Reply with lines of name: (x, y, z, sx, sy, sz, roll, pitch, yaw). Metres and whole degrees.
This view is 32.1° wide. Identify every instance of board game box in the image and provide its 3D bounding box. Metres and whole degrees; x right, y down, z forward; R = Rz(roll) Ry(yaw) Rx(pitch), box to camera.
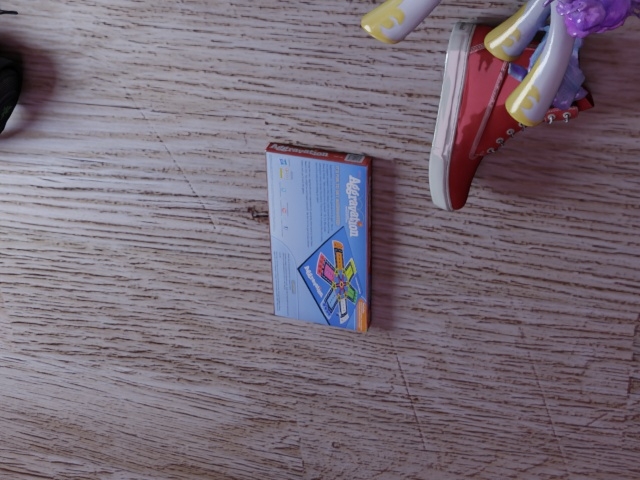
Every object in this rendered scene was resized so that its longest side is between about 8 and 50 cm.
board game box: (0.000, 0.000, 1.545, 0.145, 0.027, 0.281, 11, 127, 16)

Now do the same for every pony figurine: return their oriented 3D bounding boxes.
pony figurine: (0.236, -0.291, 1.075, 0.351, 0.303, 0.363, 33, 139, 10)

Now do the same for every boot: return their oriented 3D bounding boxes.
boot: (0.228, -0.130, 1.331, 0.176, 0.088, 0.244, 13, 124, 11)

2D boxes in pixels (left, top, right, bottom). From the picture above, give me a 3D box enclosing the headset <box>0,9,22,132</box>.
headset: (-0.524, -0.229, 1.486, 0.243, 0.185, 0.394, 45, 138, -13)
